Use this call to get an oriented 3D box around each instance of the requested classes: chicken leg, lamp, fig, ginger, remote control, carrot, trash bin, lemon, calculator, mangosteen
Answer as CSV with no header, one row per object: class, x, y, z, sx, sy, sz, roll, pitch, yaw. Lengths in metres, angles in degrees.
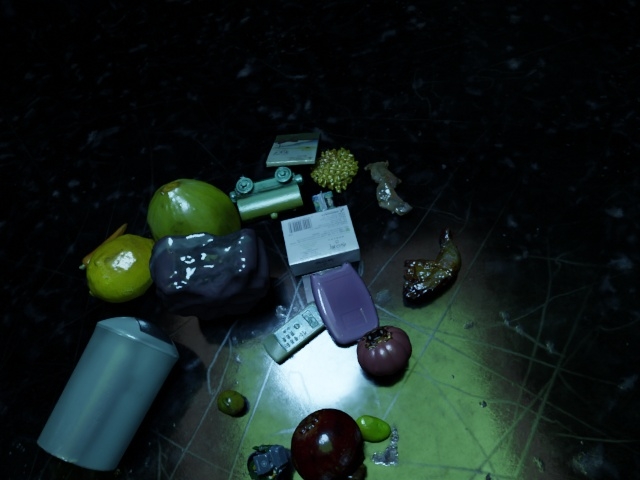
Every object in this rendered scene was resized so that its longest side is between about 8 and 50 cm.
chicken leg,0.399,0.087,1.555,0.323,0.083,0.177,-39,48,-10
lamp,0.203,0.353,1.393,0.182,0.140,0.182,-26,17,9
fig,-0.468,-0.074,1.618,0.344,0.343,0.343,-4,61,6
ginger,0.268,-0.202,1.739,0.122,0.084,0.290,-6,54,-20
fig,-0.293,0.512,1.406,0.082,0.098,0.084,-37,51,-10
remote control,-0.085,0.316,1.518,0.234,0.038,0.098,-36,63,-13
carrot,-0.865,0.028,1.789,0.061,0.061,0.256,25,59,20
trash bin,-0.647,0.455,1.393,0.281,0.280,0.431,16,68,16
lemon,-0.718,0.101,1.622,0.234,0.233,0.288,32,69,23
calculator,0.085,0.216,1.525,0.194,0.043,0.294,-18,66,-15
mangosteen,0.035,0.612,1.259,0.215,0.215,0.257,-36,97,-12

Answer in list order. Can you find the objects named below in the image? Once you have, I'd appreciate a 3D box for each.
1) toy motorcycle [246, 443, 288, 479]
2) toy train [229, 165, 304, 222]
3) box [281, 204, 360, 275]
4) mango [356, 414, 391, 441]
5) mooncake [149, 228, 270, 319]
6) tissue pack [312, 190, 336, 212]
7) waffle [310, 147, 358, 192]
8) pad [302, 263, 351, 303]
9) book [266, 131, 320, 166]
toy motorcycle,-0.111,0.712,1.247,0.187,0.125,0.274,-24,73,17
toy train,-0.209,-0.180,1.758,0.308,0.126,0.189,-14,59,-1
box,0.000,0.000,1.638,0.261,0.111,0.194,-12,61,-1
mango,0.158,0.567,1.333,0.108,0.056,0.073,3,67,7
mooncake,-0.354,0.125,1.483,0.382,0.350,0.212,-16,60,1
tissue pack,0.019,-0.132,1.725,0.085,0.079,0.110,-15,61,1
waffle,0.054,-0.300,1.818,0.197,0.070,0.193,37,73,24
pad,0.032,0.156,1.607,0.188,0.006,0.113,-15,61,2
book,-0.108,-0.384,1.847,0.202,0.026,0.289,-2,35,5
